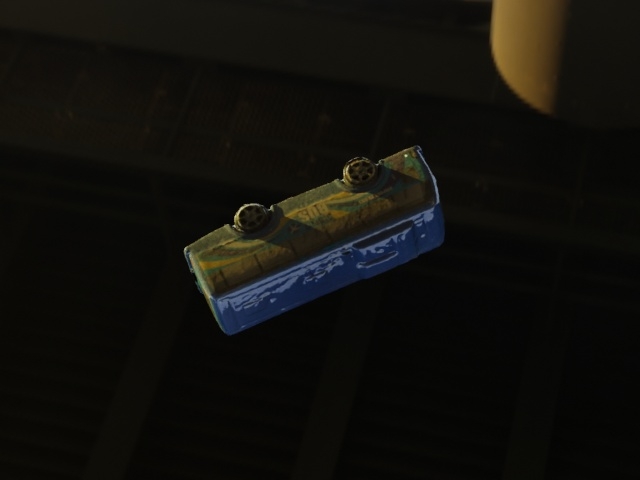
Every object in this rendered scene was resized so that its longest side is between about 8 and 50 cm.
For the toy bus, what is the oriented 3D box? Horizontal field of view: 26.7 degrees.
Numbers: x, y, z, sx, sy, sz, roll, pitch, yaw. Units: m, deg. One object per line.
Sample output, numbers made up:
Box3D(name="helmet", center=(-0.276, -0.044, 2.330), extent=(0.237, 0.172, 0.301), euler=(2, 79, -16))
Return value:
Box3D(name="toy bus", center=(0.000, 0.000, 0.784), extent=(0.153, 0.051, 0.061), euler=(-22, -127, -5))
